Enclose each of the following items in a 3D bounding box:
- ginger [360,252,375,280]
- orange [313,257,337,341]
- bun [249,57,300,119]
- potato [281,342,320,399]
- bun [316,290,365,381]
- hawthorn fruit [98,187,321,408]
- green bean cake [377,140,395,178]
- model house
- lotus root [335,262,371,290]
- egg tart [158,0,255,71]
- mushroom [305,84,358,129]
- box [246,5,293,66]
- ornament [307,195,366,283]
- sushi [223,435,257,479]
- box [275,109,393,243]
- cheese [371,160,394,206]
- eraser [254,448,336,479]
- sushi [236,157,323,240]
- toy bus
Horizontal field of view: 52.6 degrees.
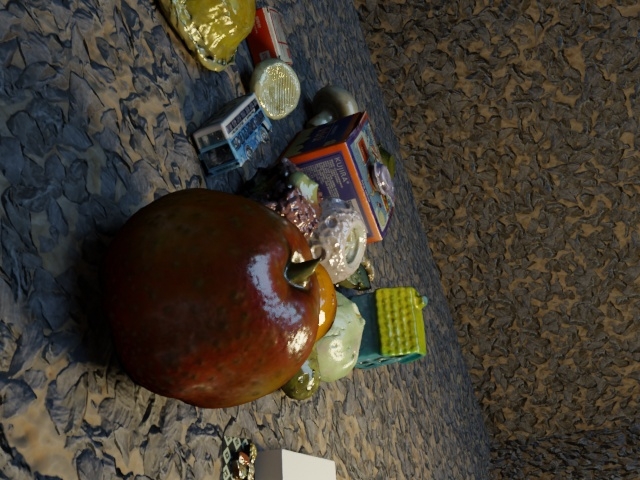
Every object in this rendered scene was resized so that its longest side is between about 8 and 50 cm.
[{"bbox_3d":[0.123,0.100,2.363,0.150,0.065,0.258,64,26,3],"label":"ginger"},{"bbox_3d":[-0.082,0.146,1.532,0.246,0.246,0.246,-14,90,-69],"label":"orange"},{"bbox_3d":[-0.151,-0.454,1.946,0.183,0.102,0.184,-11,107,-40],"label":"bun"},{"bbox_3d":[-0.069,0.287,1.670,0.149,0.113,0.252,21,49,-58],"label":"potato"},{"bbox_3d":[0.039,0.264,1.861,0.283,0.179,0.284,-11,90,-68],"label":"bun"},{"bbox_3d":[-0.172,0.088,1.146,0.402,0.402,0.403,-14,90,-69],"label":"hawthorn fruit"},{"bbox_3d":[0.205,-0.251,2.600,0.310,0.201,0.285,-46,122,-66],"label":"green bean cake"},{"bbox_3d":[0.214,0.286,2.154,0.215,0.303,0.237,30,50,-54],"label":"model house"},{"bbox_3d":[0.079,0.109,2.177,0.183,0.078,0.204,35,21,-22],"label":"lotus root"},{"bbox_3d":[-0.279,-0.634,1.665,0.388,0.168,0.388,-9,90,-71],"label":"egg tart"},{"bbox_3d":[0.034,-0.450,2.360,0.206,0.209,0.206,58,-3,5],"label":"mushroom"},{"bbox_3d":[-0.164,-0.631,2.032,0.133,0.099,0.182,-34,109,-70],"label":"box"},{"bbox_3d":[0.000,0.000,1.855,0.259,0.225,0.260,-35,130,-54],"label":"ornament"},{"bbox_3d":[-0.167,0.485,1.397,0.126,0.026,0.120,37,44,-59],"label":"sushi"},{"bbox_3d":[0.064,-0.190,2.116,0.319,0.256,0.349,-62,134,-59],"label":"box"},{"bbox_3d":[0.202,-0.184,2.052,0.191,0.042,0.105,43,41,-56],"label":"cheese"},{"bbox_3d":[-0.055,0.563,1.566,0.298,0.076,0.078,43,38,-56],"label":"eraser"},{"bbox_3d":[-0.107,-0.093,1.654,0.171,0.236,0.270,53,29,-25],"label":"sushi"},{"bbox_3d":[-0.218,-0.274,1.659,0.131,0.106,0.297,65,21,-21],"label":"toy bus"}]
